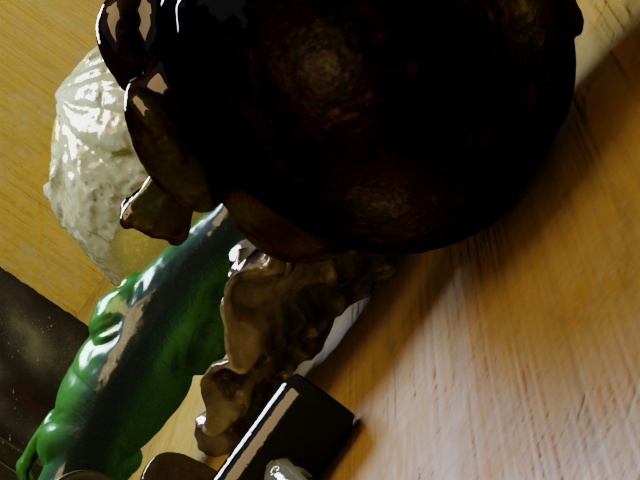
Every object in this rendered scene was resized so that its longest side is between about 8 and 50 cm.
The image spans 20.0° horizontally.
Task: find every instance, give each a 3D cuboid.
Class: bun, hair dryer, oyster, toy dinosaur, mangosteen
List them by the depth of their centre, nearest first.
[{"bbox_3d":[-0.009,0.150,1.103,0.100,0.057,0.197,-55,17,1],"label":"hair dryer"},{"bbox_3d":[0.012,-0.137,1.169,0.297,0.313,0.297,9,-90,-67],"label":"mangosteen"},{"bbox_3d":[0.001,0.001,1.392,0.351,0.114,0.238,-53,-1,-17],"label":"oyster"},{"bbox_3d":[-0.148,0.066,1.504,0.374,0.144,0.500,-52,-10,-53],"label":"toy dinosaur"},{"bbox_3d":[-0.227,-0.106,2.279,0.352,0.227,0.349,-96,14,-76],"label":"bun"}]

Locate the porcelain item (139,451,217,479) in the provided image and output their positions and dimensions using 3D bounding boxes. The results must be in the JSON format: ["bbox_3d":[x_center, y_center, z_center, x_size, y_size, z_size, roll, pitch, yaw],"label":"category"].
[{"bbox_3d":[-0.152,0.240,1.418,0.215,0.069,0.081,-42,27,50],"label":"porcelain item"}]

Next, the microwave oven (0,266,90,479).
[{"bbox_3d":[-0.454,0.195,1.987,0.374,0.432,0.236,-49,11,31],"label":"microwave oven"}]

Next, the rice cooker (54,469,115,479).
[{"bbox_3d":[-0.154,0.246,1.185,0.127,0.145,0.206,-26,24,47],"label":"rice cooker"}]
